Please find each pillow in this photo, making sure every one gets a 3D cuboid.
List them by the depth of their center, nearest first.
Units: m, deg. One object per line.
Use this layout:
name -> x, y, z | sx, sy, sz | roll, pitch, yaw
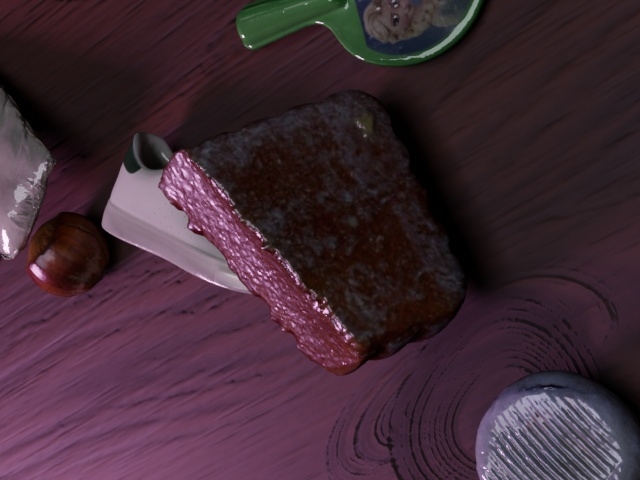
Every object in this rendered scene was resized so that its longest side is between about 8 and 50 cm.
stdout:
pillow -> -0.348, -0.093, 1.524 | 0.229, 0.051, 0.128 | 48, 118, 37

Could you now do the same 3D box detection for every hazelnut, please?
hazelnut -> -0.257, 0.017, 1.485 | 0.086, 0.086, 0.086 | 3, 96, 33

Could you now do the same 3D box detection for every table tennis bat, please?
table tennis bat -> 0.034, -0.223, 1.298 | 0.257, 0.039, 0.160 | -14, 84, 31

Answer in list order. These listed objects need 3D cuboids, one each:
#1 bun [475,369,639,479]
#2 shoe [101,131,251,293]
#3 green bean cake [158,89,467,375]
bun -> 0.199, 0.175, 1.199 | 0.141, 0.083, 0.141 | 0, 90, 24
shoe -> -0.097, -0.026, 1.366 | 0.265, 0.095, 0.110 | 18, 101, 32
green bean cake -> 0.000, 0.000, 1.251 | 0.233, 0.198, 0.097 | 62, 164, 11
